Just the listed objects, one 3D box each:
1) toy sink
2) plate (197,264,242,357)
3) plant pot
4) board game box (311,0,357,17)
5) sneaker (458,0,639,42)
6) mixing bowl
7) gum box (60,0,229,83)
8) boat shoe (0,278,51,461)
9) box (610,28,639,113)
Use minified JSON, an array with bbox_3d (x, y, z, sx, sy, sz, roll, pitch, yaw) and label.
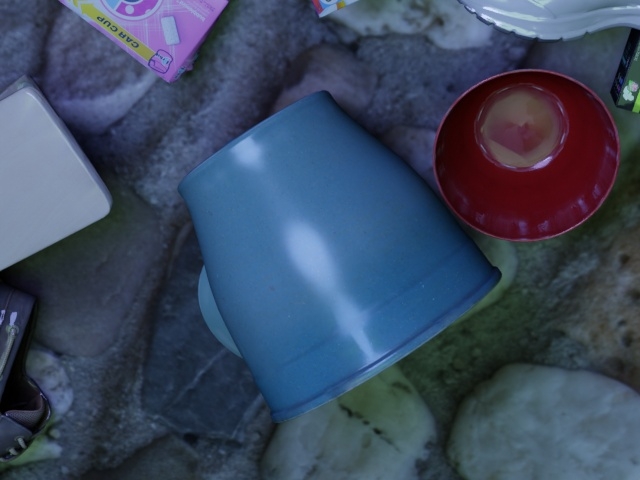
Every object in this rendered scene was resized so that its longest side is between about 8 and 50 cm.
[{"bbox_3d":[-0.329,-0.072,1.267,0.234,0.131,0.153,-26,110,22],"label":"toy sink"},{"bbox_3d":[-0.048,0.069,1.360,0.188,0.024,0.188,2,115,4],"label":"plate"},{"bbox_3d":[0.000,0.000,1.202,0.271,0.271,0.255,-32,91,18],"label":"plant pot"},{"bbox_3d":[0.009,-0.368,1.086,0.142,0.144,0.275,-21,110,15],"label":"board game box"},{"bbox_3d":[0.268,-0.257,1.117,0.297,0.111,0.129,2,127,4],"label":"sneaker"},{"bbox_3d":[0.205,-0.099,1.214,0.181,0.098,0.182,2,114,5],"label":"mixing bowl"},{"bbox_3d":[-0.184,-0.256,1.202,0.188,0.062,0.107,37,113,-10],"label":"gum box"},{"bbox_3d":[-0.390,0.208,1.401,0.130,0.132,0.356,9,116,2],"label":"boat shoe"},{"bbox_3d":[0.332,-0.170,1.193,0.062,0.052,0.083,14,114,0],"label":"box"}]
